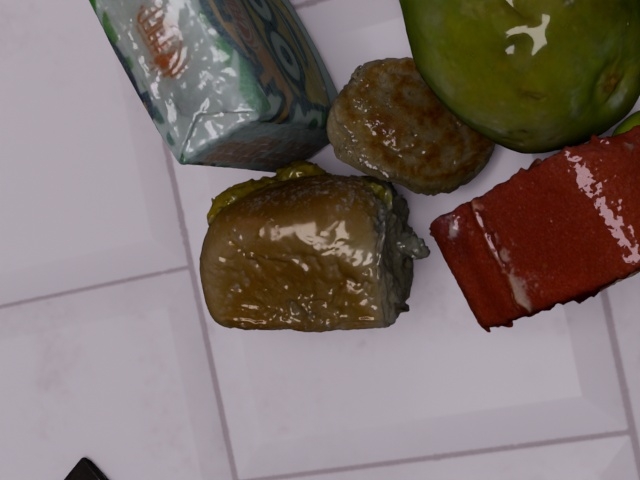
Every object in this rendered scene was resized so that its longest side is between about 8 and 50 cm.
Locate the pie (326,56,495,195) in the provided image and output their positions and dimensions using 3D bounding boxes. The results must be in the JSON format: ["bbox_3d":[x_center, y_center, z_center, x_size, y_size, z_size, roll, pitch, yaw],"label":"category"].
[{"bbox_3d":[0.101,-0.125,1.125,0.193,0.079,0.163,7,61,-10],"label":"pie"}]

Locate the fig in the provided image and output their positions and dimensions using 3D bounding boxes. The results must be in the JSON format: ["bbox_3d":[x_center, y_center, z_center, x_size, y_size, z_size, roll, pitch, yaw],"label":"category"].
[{"bbox_3d":[0.183,-0.212,1.064,0.314,0.233,0.233,10,97,28],"label":"fig"}]

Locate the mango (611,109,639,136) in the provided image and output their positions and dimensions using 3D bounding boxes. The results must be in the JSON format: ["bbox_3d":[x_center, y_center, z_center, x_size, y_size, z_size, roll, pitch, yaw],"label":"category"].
[{"bbox_3d":[0.389,-0.081,1.057,0.163,0.089,0.117,45,106,12],"label":"mango"}]

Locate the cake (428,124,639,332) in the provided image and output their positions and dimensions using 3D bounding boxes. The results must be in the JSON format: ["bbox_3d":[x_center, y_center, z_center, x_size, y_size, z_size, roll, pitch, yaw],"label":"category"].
[{"bbox_3d":[0.254,-0.013,1.035,0.283,0.177,0.151,-35,82,50],"label":"cake"}]

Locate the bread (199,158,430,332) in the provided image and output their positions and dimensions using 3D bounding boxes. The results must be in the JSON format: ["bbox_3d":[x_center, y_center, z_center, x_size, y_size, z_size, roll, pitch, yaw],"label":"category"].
[{"bbox_3d":[0.000,0.000,1.133,0.246,0.195,0.176,0,108,16],"label":"bread"}]

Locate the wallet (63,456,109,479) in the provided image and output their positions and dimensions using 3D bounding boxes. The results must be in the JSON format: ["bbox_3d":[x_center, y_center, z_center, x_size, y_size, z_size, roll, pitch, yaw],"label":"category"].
[{"bbox_3d":[-0.342,0.374,1.370,0.082,0.018,0.157,42,105,12],"label":"wallet"}]

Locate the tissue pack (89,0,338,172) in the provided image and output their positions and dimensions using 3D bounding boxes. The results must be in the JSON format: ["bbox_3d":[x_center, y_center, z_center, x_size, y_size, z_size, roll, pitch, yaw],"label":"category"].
[{"bbox_3d":[-0.100,-0.198,1.097,0.128,0.311,0.228,-31,83,18],"label":"tissue pack"}]
